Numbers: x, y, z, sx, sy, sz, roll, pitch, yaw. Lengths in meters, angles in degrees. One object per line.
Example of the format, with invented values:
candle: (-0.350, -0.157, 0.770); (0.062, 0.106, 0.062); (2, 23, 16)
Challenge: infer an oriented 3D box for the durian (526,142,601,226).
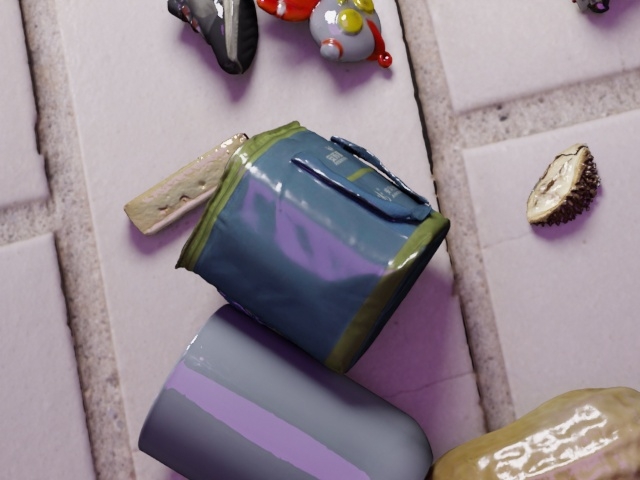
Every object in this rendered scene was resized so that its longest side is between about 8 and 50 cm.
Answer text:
durian: (0.315, -0.064, 1.351); (0.130, 0.052, 0.066); (-53, 43, -5)

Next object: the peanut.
peanut: (0.249, 0.277, 1.237); (0.340, 0.174, 0.158); (-21, 99, -1)

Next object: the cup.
cup: (-0.037, 0.239, 1.262); (0.312, 0.205, 0.205); (31, 87, 7)

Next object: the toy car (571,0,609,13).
toy car: (0.360, -0.371, 1.350); (0.139, 0.112, 0.112); (-39, 66, 10)

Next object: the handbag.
handbag: (0.000, 0.000, 1.257); (0.241, 0.263, 0.222); (34, 113, 6)

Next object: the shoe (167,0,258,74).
shoe: (-0.149, -0.322, 1.399); (0.112, 0.099, 0.227); (-8, 79, 12)

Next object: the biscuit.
biscuit: (-0.165, -0.073, 1.389); (0.188, 0.052, 0.056); (-32, 97, 2)

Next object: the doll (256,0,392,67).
doll: (-0.003, -0.304, 1.366); (0.245, 0.076, 0.142); (37, 55, -6)
